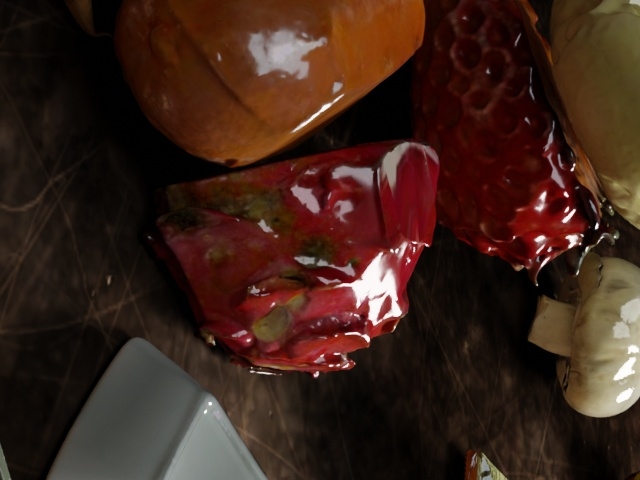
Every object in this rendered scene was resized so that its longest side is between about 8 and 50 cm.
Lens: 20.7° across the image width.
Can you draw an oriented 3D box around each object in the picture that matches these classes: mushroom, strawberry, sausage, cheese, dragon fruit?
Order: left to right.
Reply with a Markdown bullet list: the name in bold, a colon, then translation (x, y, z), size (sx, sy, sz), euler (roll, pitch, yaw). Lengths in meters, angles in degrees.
- **sausage**: translation (-0.031, -0.140, 1.189), size (0.141, 0.153, 0.268), euler (53, 33, 1)
- **dragon fruit**: translation (0.000, 0.000, 1.238), size (0.261, 0.189, 0.163), euler (-9, 60, -55)
- **strawberry**: translation (0.142, -0.099, 1.481), size (0.280, 0.150, 0.253), euler (58, 18, -30)
- **mushroom**: translation (0.255, 0.089, 1.650), size (0.154, 0.122, 0.154), euler (-171, -90, -86)
- **cheese**: translation (0.259, -0.118, 1.438), size (0.226, 0.117, 0.214), euler (57, 22, -21)

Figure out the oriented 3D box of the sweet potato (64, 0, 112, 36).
- **sweet potato**: translation (-0.169, -0.206, 1.086), size (0.056, 0.056, 0.195), euler (-59, 137, -46)

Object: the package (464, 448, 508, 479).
- **package**: translation (0.154, 0.250, 1.523), size (0.120, 0.031, 0.108), euler (37, 53, -48)

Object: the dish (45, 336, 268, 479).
- **dish**: translation (-0.075, 0.188, 1.135), size (0.234, 0.064, 0.154), euler (61, 37, -32)

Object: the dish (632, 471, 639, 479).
- **dish**: translation (0.195, 0.317, 1.463), size (0.221, 0.108, 0.262), euler (-18, 113, -43)

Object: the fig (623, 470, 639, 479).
- **fig**: translation (0.325, 0.298, 1.751), size (0.119, 0.153, 0.119), euler (31, 21, -14)

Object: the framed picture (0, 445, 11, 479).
- **framed picture**: translation (-0.237, 0.114, 0.933), size (0.184, 0.016, 0.250), euler (-33, 112, -56)
